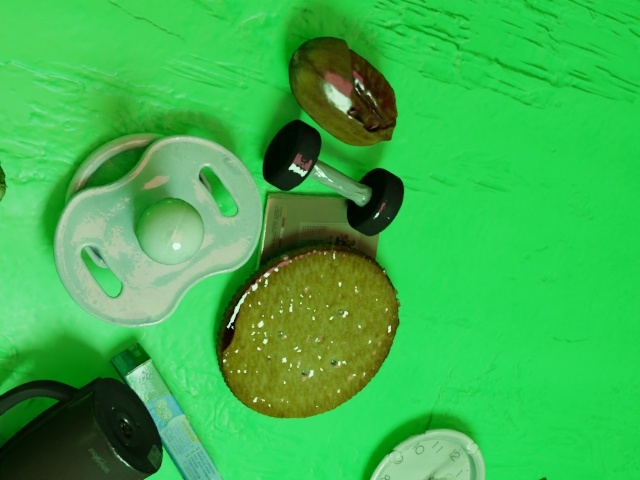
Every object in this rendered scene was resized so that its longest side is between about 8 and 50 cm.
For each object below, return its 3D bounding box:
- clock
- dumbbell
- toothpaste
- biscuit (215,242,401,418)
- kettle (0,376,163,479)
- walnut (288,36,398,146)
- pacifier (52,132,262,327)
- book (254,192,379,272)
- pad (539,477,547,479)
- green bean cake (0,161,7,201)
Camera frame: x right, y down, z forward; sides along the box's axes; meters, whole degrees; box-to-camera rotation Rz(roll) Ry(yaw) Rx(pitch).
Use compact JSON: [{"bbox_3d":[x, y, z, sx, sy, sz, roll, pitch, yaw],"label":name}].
[{"bbox_3d":[0.170,0.419,1.784,0.236,0.053,0.237,-8,110,-23],"label":"clock"},{"bbox_3d":[0.019,-0.087,1.484,0.191,0.100,0.100,28,94,-26],"label":"dumbbell"},{"bbox_3d":[-0.217,0.272,1.522,0.050,0.065,0.267,-32,119,-13],"label":"toothpaste"},{"bbox_3d":[-0.016,0.139,1.585,0.305,0.038,0.305,-11,119,-21],"label":"biscuit"},{"bbox_3d":[-0.358,0.284,1.393,0.232,0.144,0.202,-32,106,12],"label":"kettle"},{"bbox_3d":[0.037,-0.201,1.457,0.116,0.116,0.207,-50,122,-3],"label":"walnut"},{"bbox_3d":[-0.204,-0.024,1.333,0.287,0.226,0.238,-32,101,-15],"label":"pacifier"},{"bbox_3d":[0.000,0.000,1.564,0.198,0.016,0.139,1,107,-28],"label":"book"},{"bbox_3d":[0.339,0.537,1.943,0.211,0.003,0.143,-19,116,-21],"label":"pad"},{"bbox_3d":[-0.471,-0.095,1.179,0.214,0.200,0.113,26,104,-36],"label":"green bean cake"}]
